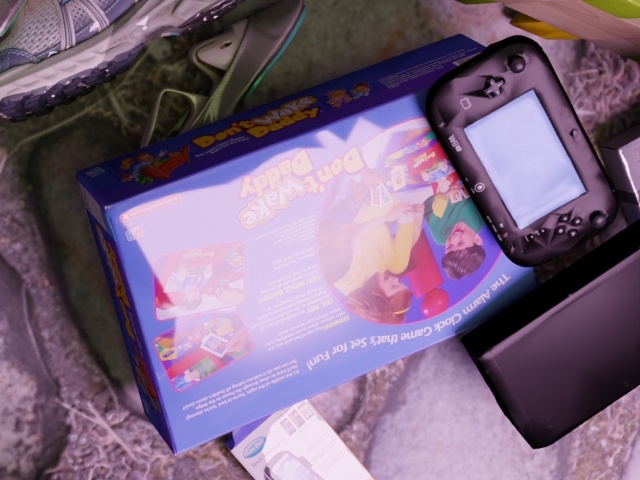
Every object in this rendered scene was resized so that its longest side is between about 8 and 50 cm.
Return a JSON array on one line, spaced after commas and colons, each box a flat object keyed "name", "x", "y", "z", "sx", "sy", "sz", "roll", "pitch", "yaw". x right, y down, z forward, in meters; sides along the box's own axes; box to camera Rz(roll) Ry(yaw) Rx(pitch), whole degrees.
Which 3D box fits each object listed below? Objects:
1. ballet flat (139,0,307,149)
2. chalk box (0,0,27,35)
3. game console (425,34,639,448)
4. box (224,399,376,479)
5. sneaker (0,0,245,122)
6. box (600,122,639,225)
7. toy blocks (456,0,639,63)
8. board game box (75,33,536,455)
[{"name": "ballet flat", "x": -0.090, "y": -0.121, "z": 1.309, "sx": 0.068, "sy": 0.072, "sz": 0.213, "roll": 32, "pitch": 90, "yaw": -17}, {"name": "chalk box", "x": -0.274, "y": -0.258, "z": 1.155, "sx": 0.180, "sy": 0.179, "sz": 0.289, "roll": 37, "pitch": 84, "yaw": -22}, {"name": "game console", "x": 0.187, "y": -0.002, "z": 1.329, "sx": 0.213, "sy": 0.044, "sz": 0.361, "roll": -34, "pitch": 121, "yaw": -2}, {"name": "box", "x": -0.021, "y": 0.190, "z": 1.414, "sx": 0.081, "sy": 0.028, "sz": 0.136, "roll": -40, "pitch": 107, "yaw": -7}, {"name": "sneaker", "x": -0.179, "y": -0.190, "z": 1.264, "sx": 0.283, "sy": 0.110, "sz": 0.122, "roll": -31, "pitch": 90, "yaw": -13}, {"name": "box", "x": 0.354, "y": -0.036, "z": 1.489, "sx": 0.145, "sy": 0.038, "sz": 0.186, "roll": -27, "pitch": 109, "yaw": -13}, {"name": "toy blocks", "x": 0.208, "y": -0.317, "z": 1.307, "sx": 0.381, "sy": 0.191, "sz": 0.261, "roll": 17, "pitch": 86, "yaw": -33}, {"name": "board game box", "x": 0.000, "y": 0.000, "z": 1.317, "sx": 0.347, "sy": 0.078, "sz": 0.233, "roll": -21, "pitch": 120, "yaw": -18}]
